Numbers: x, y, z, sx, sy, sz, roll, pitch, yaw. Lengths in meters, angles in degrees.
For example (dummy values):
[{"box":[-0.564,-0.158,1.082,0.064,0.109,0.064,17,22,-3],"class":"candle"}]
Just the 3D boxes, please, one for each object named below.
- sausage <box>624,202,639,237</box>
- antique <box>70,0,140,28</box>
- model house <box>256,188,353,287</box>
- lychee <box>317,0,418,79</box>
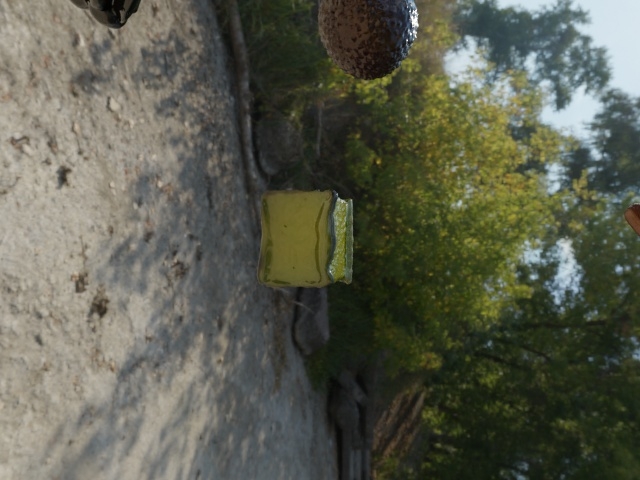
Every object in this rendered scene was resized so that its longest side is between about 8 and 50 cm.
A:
[{"box":[0.601,-0.015,0.929,0.039,0.041,0.131,51,18,-47],"class":"sausage"},{"box":[-0.288,-0.464,0.720,0.255,0.185,0.322,-54,175,-6],"class":"antique"},{"box":[0.000,0.000,1.067,0.234,0.175,0.193,6,84,-62],"class":"model house"},{"box":[0.118,-0.537,1.287,0.260,0.261,0.260,-5,90,-82],"class":"lychee"}]
